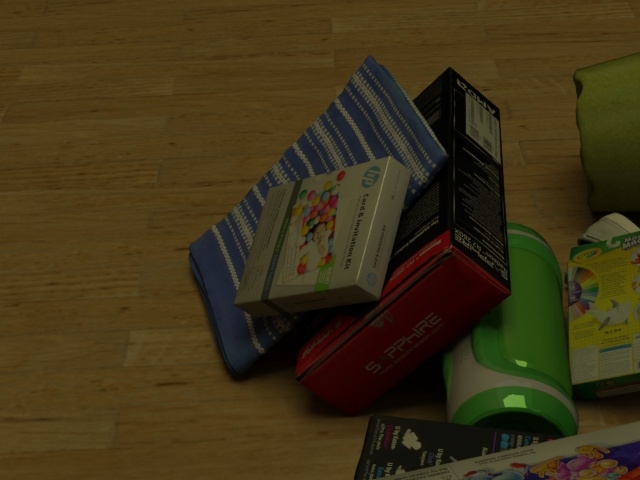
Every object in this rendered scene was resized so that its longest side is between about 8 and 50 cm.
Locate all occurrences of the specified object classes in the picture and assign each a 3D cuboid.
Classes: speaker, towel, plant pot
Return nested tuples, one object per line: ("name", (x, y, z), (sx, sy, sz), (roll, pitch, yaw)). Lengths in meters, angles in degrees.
("speaker", (0.191, 0.108, 1.224), (0.131, 0.131, 0.297), (1, 35, 6))
("towel", (-0.017, -0.033, 1.332), (0.336, 0.040, 0.243), (-47, 34, 15))
("plant pot", (0.446, -0.137, 1.467), (0.253, 0.276, 0.276), (-7, 34, 15))

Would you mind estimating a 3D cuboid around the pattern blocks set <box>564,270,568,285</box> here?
("pattern blocks set", (0.433, 0.095, 1.307), (0.285, 0.026, 0.325), (-14, 37, -15))

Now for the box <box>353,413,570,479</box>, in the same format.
("box", (0.160, 0.260, 0.977), (0.270, 0.165, 0.143), (5, 36, 12))

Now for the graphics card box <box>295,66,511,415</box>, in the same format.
("graphics card box", (0.092, -0.009, 1.317), (0.094, 0.233, 0.371), (36, 31, -19))

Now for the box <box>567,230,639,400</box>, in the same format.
("box", (0.313, 0.074, 1.258), (0.105, 0.043, 0.179), (-15, 51, 29))

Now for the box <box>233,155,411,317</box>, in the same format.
("box", (0.000, 0.000, 1.229), (0.186, 0.038, 0.145), (-10, 56, 46))

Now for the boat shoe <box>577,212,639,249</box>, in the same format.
("boat shoe", (0.354, 0.031, 1.332), (0.063, 0.066, 0.184), (-31, 44, -9))

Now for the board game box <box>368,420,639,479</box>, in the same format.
("board game box", (0.201, 0.208, 0.775), (0.347, 0.078, 0.233), (-10, 16, -10))
